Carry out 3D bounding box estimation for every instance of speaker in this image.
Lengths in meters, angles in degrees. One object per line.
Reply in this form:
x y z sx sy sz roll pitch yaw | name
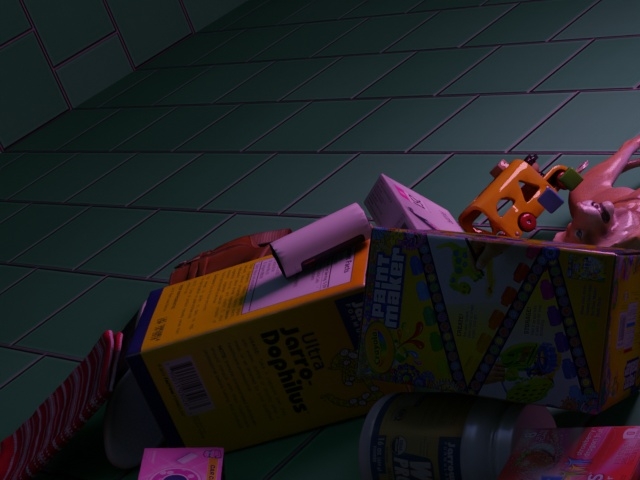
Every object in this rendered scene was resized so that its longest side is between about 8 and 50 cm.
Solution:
0.000 0.000 1.935 0.136 0.055 0.055 -25 23 -8 | speaker

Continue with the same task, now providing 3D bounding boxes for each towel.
-0.394 0.266 2.088 0.275 0.031 0.199 -46 18 15 | towel

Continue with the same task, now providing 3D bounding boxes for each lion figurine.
0.439 -0.043 2.084 0.240 0.142 0.392 -27 8 7 | lion figurine

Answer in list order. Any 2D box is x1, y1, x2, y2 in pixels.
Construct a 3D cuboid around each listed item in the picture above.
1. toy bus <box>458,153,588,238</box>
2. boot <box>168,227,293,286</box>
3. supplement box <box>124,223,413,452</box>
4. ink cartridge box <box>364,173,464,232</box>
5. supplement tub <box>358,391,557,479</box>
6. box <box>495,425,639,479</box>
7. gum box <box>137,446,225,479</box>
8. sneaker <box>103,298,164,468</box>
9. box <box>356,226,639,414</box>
0.301 -0.074 2.152 0.191 0.104 0.202 -46 0 20 | toy bus
-0.160 0.063 2.373 0.220 0.109 0.283 -16 21 10 | boot
-0.062 0.147 1.991 0.357 0.195 0.194 -17 23 13 | supplement box
0.195 0.023 1.997 0.060 0.239 0.275 -58 19 13 | ink cartridge box
0.160 0.246 1.630 0.200 0.144 0.144 -5 28 36 | supplement tub
0.235 0.325 1.386 0.154 0.142 0.300 -6 27 34 | box
-0.180 0.338 1.797 0.107 0.062 0.188 0 23 0 | gum box
-0.286 0.238 2.135 0.147 0.105 0.295 -46 27 43 | sneaker
0.227 0.084 1.660 0.279 0.177 0.290 7 2 22 | box
